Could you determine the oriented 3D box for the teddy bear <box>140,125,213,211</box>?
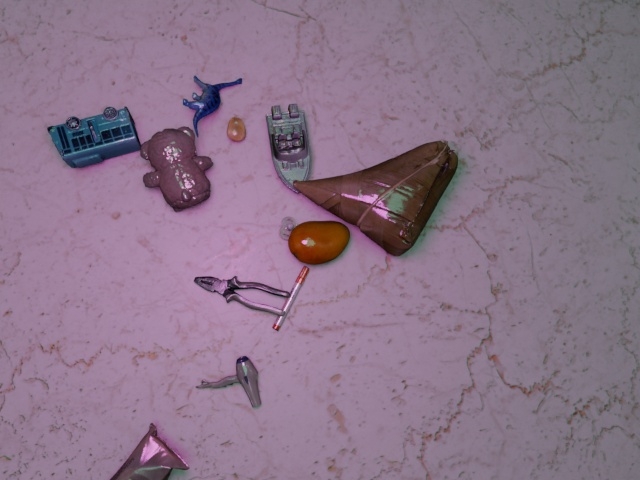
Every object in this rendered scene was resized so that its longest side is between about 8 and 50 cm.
[{"bbox_3d":[-0.477,-0.236,1.540,0.235,0.151,0.267,-25,86,-14],"label":"teddy bear"}]

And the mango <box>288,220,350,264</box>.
[{"bbox_3d":[-0.001,0.006,1.585,0.220,0.120,0.152,-3,79,-16],"label":"mango"}]

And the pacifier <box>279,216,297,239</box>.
[{"bbox_3d":[-0.105,-0.043,1.606,0.068,0.064,0.083,18,79,-14],"label":"pacifier"}]

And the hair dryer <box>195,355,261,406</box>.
[{"bbox_3d":[-0.283,0.490,1.502,0.199,0.067,0.167,-31,92,-1],"label":"hair dryer"}]

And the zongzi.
[{"bbox_3d":[0.221,-0.264,1.611,0.466,0.218,0.500,34,77,-2],"label":"zongzi"}]

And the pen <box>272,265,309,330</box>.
[{"bbox_3d":[-0.100,0.197,1.584,0.028,0.028,0.239,28,78,-3],"label":"pen"}]

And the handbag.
[{"bbox_3d":[-0.533,0.720,1.389,0.182,0.117,0.270,36,77,13],"label":"handbag"}]

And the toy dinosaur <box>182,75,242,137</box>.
[{"bbox_3d":[-0.409,-0.493,1.626,0.144,0.076,0.329,23,57,5],"label":"toy dinosaur"}]

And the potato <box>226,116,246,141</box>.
[{"bbox_3d":[-0.300,-0.395,1.639,0.068,0.062,0.083,-6,106,-38],"label":"potato"}]

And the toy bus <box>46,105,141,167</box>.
[{"bbox_3d":[-0.742,-0.337,1.532,0.255,0.128,0.147,-20,85,-13],"label":"toy bus"}]

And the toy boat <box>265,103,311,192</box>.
[{"bbox_3d":[-0.106,-0.322,1.639,0.141,0.092,0.320,-8,83,-8],"label":"toy boat"}]

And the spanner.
[{"bbox_3d":[-0.267,0.171,1.552,0.324,0.040,0.096,15,75,0],"label":"spanner"}]
